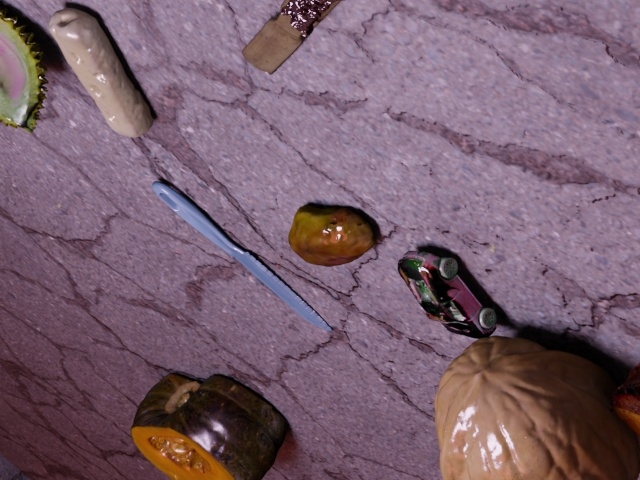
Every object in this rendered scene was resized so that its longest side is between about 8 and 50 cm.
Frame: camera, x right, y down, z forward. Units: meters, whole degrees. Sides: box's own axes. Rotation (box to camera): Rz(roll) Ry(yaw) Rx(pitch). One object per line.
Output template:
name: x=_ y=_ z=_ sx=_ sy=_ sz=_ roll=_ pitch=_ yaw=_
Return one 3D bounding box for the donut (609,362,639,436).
donut: x=0.374 y=0.173 z=1.552 sx=0.140 sy=0.059 sz=0.140 roll=28 pitch=155 yaw=14

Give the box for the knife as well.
knife: x=-0.098 y=0.023 z=1.950 sx=0.313 sy=0.019 sz=0.044 roll=42 pitch=153 yaw=-20

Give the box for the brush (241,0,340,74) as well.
brush: x=-0.026 y=-0.204 z=1.399 sx=0.043 sy=0.036 sz=0.248 roll=43 pitch=156 yaw=-7

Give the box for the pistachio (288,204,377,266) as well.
pistachio: x=0.000 y=0.000 z=1.731 sx=0.089 sy=0.049 sz=0.173 roll=41 pitch=155 yaw=-12

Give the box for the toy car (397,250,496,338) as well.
toy car: x=0.140 y=0.065 z=1.664 sx=0.142 sy=0.055 sz=0.069 roll=49 pitch=156 yaw=-27

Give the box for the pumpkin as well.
pumpkin: x=-0.177 y=0.333 z=2.492 sx=0.222 sy=0.139 sz=0.317 roll=48 pitch=151 yaw=-19

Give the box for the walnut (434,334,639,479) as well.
walnut: x=0.234 y=0.220 z=1.652 sx=0.225 sy=0.225 sz=0.261 roll=11 pitch=148 yaw=43

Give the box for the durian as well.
durian: x=-0.407 y=-0.225 z=1.791 sx=0.220 sy=0.137 sz=0.095 roll=27 pitch=-170 yaw=6

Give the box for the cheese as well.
cheese: x=-0.250 y=-0.190 z=1.713 sx=0.065 sy=0.043 sz=0.194 roll=24 pitch=156 yaw=35
